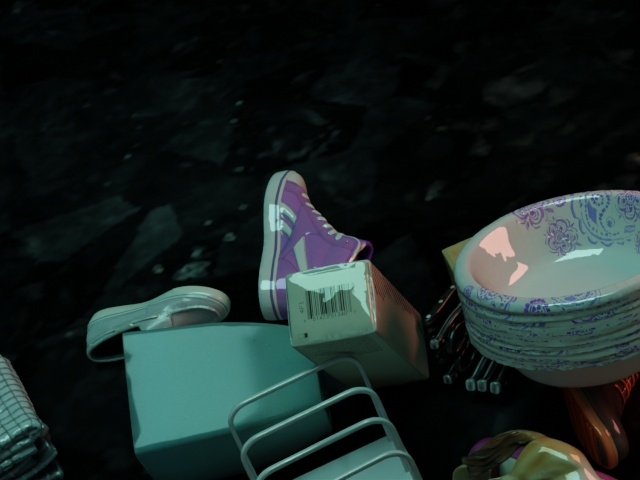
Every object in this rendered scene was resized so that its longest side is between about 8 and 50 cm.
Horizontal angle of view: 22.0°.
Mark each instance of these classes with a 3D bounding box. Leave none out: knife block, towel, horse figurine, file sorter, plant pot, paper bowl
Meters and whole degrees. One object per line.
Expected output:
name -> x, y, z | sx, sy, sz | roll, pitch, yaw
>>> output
knife block -> 0.262, 0.079, 2.144 | 0.275, 0.088, 0.242 | -23, 35, -2
towel -> -0.505, 0.302, 2.238 | 0.283, 0.121, 0.235 | -32, 33, -12
horse figurine -> 0.264, 0.292, 1.786 | 0.263, 0.066, 0.174 | 43, 97, 24
file sorter -> 0.026, 0.295, 1.900 | 0.193, 0.173, 0.278 | -25, 34, -4
plant pot -> -0.111, 0.198, 2.083 | 0.234, 0.166, 0.165 | -12, 63, 4
paper bowl -> 0.307, 0.066, 1.924 | 0.284, 0.148, 0.284 | -13, 23, 6

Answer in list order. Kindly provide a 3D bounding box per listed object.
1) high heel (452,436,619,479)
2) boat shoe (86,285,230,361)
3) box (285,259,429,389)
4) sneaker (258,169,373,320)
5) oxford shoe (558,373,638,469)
high heel -> 0.280, 0.278, 1.891 | 0.244, 0.082, 0.117 | 4, 15, 27
boat shoe -> -0.235, 0.130, 2.369 | 0.227, 0.079, 0.081 | -14, 43, 20
box -> 0.049, 0.111, 2.050 | 0.113, 0.275, 0.094 | -10, 71, 13
sneaker -> 0.000, 0.001, 2.399 | 0.161, 0.102, 0.282 | -10, 46, 11
oxford shoe -> 0.336, 0.168, 1.975 | 0.098, 0.097, 0.271 | -15, 33, 2
